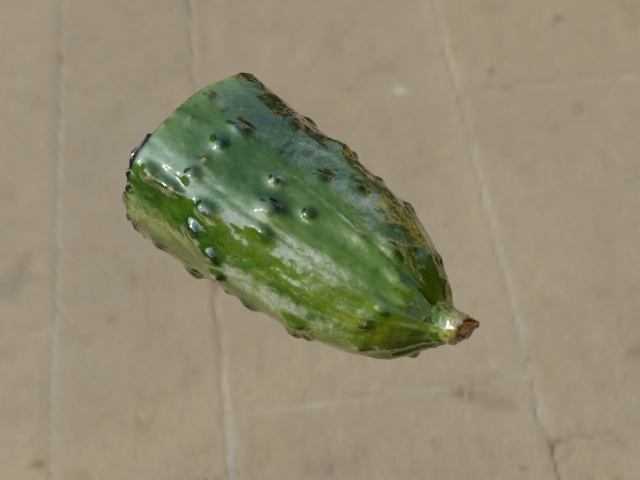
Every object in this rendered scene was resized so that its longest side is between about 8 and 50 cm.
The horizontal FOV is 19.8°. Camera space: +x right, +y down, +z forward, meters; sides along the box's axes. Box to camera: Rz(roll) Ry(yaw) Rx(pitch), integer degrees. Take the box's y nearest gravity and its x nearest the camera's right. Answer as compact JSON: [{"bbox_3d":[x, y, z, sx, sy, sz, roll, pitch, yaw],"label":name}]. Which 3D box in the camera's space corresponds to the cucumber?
[{"bbox_3d":[0.000,0.002,1.131,0.134,0.134,0.244,-37,51,-27],"label":"cucumber"}]
